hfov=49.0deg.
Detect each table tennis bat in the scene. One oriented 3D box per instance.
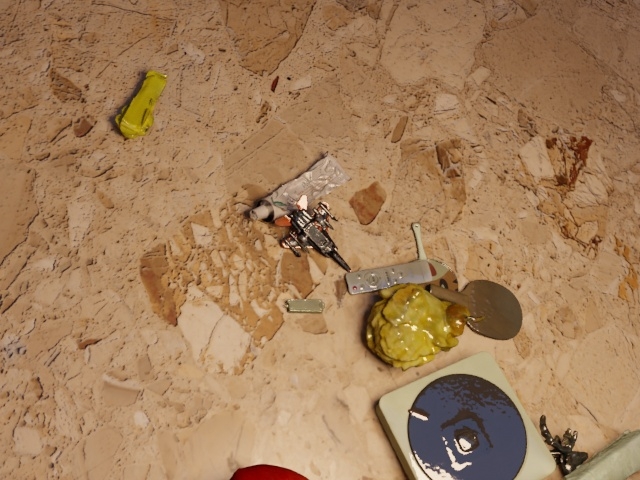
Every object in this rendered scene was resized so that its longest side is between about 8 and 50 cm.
[{"bbox_3d":[0.335,0.138,1.518,0.234,0.022,0.131,19,62,-15],"label":"table tennis bat"}]

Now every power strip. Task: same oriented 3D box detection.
[{"bbox_3d":[-0.032,0.131,1.402,0.083,0.017,0.027,3,63,-18],"label":"power strip"}]

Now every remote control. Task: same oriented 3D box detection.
[{"bbox_3d":[0.143,0.080,1.479,0.184,0.027,0.050,-8,67,-13],"label":"remote control"}]

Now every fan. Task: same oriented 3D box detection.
[{"bbox_3d":[0.227,0.063,1.529,0.153,0.008,0.226,-2,66,-19],"label":"fan"}]

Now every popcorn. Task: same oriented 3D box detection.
[{"bbox_3d":[0.193,0.172,1.380,0.195,0.173,0.168,17,47,-16],"label":"popcorn"}]

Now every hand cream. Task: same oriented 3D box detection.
[{"bbox_3d":[-0.048,-0.102,1.498,0.257,0.050,0.084,-35,83,-32],"label":"hand cream"}]

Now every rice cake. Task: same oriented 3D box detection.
[{"bbox_3d":[0.517,0.446,1.318,0.336,0.063,0.066,-17,77,-33],"label":"rice cake"}]

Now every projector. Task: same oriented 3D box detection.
[{"bbox_3d":[0.270,0.373,1.335,0.257,0.079,0.259,-20,66,-16],"label":"projector"}]

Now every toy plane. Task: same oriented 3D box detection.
[{"bbox_3d":[0.000,0.000,1.450,0.130,0.061,0.189,-45,92,-3],"label":"toy plane"}]

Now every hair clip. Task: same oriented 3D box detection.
[{"bbox_3d":[-0.377,-0.282,1.476,0.072,0.046,0.173,17,59,-6],"label":"hair clip"}]

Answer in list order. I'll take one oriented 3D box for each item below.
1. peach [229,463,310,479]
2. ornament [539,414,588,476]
[{"bbox_3d":[-0.078,0.450,1.134,0.197,0.197,0.197,8,62,-15],"label":"peach"},{"bbox_3d":[0.458,0.470,1.365,0.202,0.080,0.236,-23,76,-30],"label":"ornament"}]
